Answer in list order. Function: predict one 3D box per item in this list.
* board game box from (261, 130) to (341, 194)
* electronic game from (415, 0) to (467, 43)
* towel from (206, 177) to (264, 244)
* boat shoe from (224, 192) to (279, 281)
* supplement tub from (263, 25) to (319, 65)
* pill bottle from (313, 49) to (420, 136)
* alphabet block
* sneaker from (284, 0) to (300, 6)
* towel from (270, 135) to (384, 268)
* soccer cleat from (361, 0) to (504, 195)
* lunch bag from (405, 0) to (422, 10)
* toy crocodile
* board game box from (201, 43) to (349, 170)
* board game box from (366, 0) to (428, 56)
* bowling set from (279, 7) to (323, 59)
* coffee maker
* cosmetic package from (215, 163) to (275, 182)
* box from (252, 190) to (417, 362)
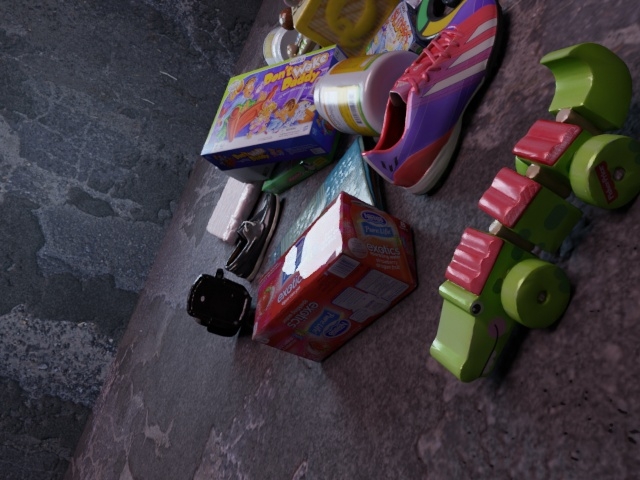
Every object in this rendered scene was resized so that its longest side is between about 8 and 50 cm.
[{"bbox_3d":[-0.037,-0.247,1.391,0.317,0.046,0.214,-19,51,60],"label":"board game box"},{"bbox_3d":[0.242,-0.446,0.967,0.229,0.048,0.229,-49,27,36],"label":"electronic game"},{"bbox_3d":[-0.245,-0.155,1.755,0.332,0.053,0.317,-66,21,-4],"label":"towel"},{"bbox_3d":[-0.165,-0.019,1.405,0.084,0.079,0.233,-6,60,67],"label":"boat shoe"},{"bbox_3d":[-0.088,-0.583,1.719,0.144,0.144,0.199,-62,23,7],"label":"supplement tub"},{"bbox_3d":[0.081,-0.252,0.987,0.137,0.136,0.245,-65,27,2],"label":"pill bottle"},{"bbox_3d":[0.059,-0.544,1.287,0.192,0.193,0.197,-55,24,28],"label":"alphabet block"},{"bbox_3d":[-0.044,-0.578,1.250,0.119,0.047,0.057,-55,13,22],"label":"sneaker"},{"bbox_3d":[0.000,0.000,1.070,0.370,0.040,0.272,-52,24,34],"label":"towel"},{"bbox_3d":[0.166,-0.229,0.821,0.319,0.116,0.108,-67,22,-3],"label":"soccer cleat"},{"bbox_3d":[0.199,-0.507,1.122,0.071,0.053,0.083,-50,36,36],"label":"lunch bag"},{"bbox_3d":[0.199,-0.022,0.552,0.341,0.105,0.115,-62,22,8],"label":"toy crocodile"},{"bbox_3d":[-0.104,-0.296,1.304,0.346,0.078,0.234,-3,63,40],"label":"board game box"},{"bbox_3d":[0.149,-0.382,1.127,0.136,0.035,0.201,-49,28,36],"label":"board game box"},{"bbox_3d":[-0.041,-0.501,1.476,0.154,0.199,0.287,-54,21,28],"label":"bowling set"},{"bbox_3d":[-0.208,0.160,1.250,0.120,0.171,0.178,-48,-4,-16],"label":"coffee maker"},{"bbox_3d":[-0.191,-0.234,1.526,0.238,0.107,0.127,-1,64,67],"label":"cosmetic package"},{"bbox_3d":[0.013,0.064,0.849,0.257,0.128,0.123,-46,29,40],"label":"box"}]
